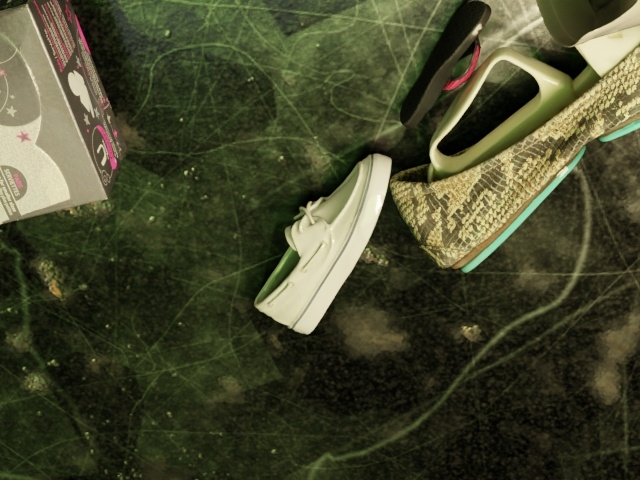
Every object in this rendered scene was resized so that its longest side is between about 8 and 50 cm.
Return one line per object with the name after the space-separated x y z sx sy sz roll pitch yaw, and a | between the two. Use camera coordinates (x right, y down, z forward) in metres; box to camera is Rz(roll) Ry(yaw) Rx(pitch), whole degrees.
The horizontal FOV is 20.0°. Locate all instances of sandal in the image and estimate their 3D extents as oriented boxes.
0.147 -0.195 2.030 0.040 0.067 0.179 22 126 -16 | sandal

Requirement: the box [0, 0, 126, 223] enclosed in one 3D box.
-0.343 -0.161 2.043 0.163 0.142 0.247 -13 116 12 | box

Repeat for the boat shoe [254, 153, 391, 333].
0.000 0.000 2.128 0.084 0.095 0.258 22 117 -12 | boat shoe

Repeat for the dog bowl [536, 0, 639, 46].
0.278 -0.365 1.778 0.102 0.348 0.348 -5 118 -6 | dog bowl

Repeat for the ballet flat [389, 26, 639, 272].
0.267 -0.152 1.997 0.483 0.164 0.182 -37 98 25 | ballet flat
